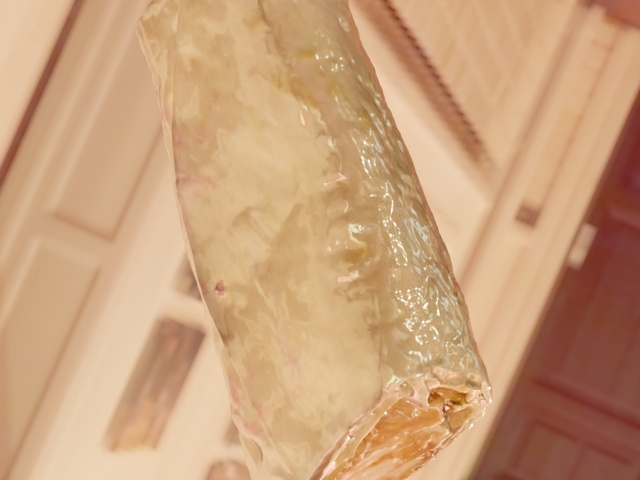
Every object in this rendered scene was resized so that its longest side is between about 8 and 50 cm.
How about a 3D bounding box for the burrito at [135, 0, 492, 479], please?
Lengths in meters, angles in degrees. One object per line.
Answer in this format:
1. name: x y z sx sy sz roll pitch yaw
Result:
1. burrito: -0.003 0.001 0.998 0.143 0.299 0.105 -18 177 43
